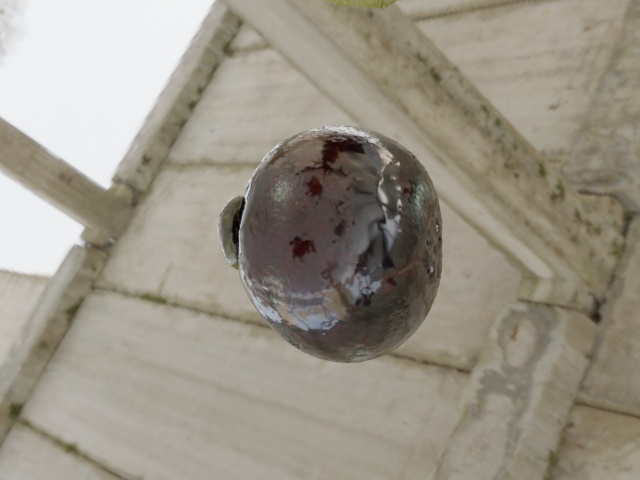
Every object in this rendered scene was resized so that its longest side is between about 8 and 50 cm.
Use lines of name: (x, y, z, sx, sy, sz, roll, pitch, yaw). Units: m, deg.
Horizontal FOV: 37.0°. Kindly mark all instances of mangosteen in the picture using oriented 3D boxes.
mangosteen: (0.006, -0.002, 0.870, 0.216, 0.216, 0.216, -31, -141, 29)

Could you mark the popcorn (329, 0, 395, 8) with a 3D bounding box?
popcorn: (0.042, -0.261, 0.851, 0.120, 0.106, 0.116, -52, -145, 5)
